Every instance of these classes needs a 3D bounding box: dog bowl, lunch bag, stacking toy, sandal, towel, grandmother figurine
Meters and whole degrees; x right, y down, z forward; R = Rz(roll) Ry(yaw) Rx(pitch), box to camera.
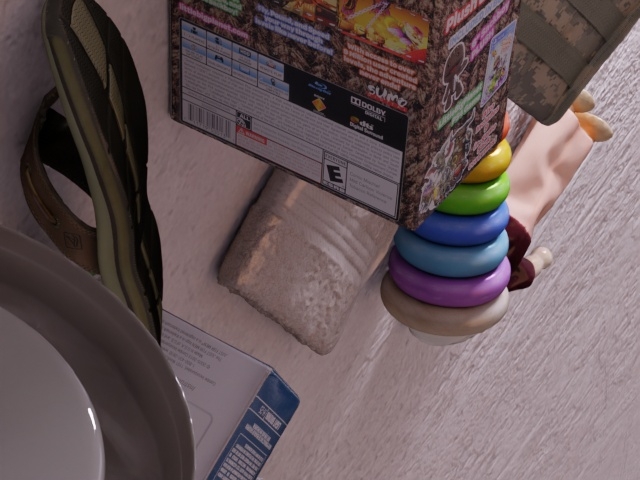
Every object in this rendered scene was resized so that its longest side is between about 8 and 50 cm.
[{"bbox_3d":[-0.250,0.130,1.024,0.349,0.349,0.102,-39,158,-45],"label":"dog bowl"},{"bbox_3d":[0.202,-0.279,1.629,0.287,0.169,0.235,-52,145,6],"label":"lunch bag"},{"bbox_3d":[0.145,-0.071,1.917,0.141,0.141,0.330,-34,137,-49],"label":"stacking toy"},{"bbox_3d":[-0.168,-0.031,1.304,0.120,0.086,0.302,-84,170,-57],"label":"sandal"},{"bbox_3d":[0.000,0.000,1.761,0.187,0.049,0.282,-62,157,-6],"label":"towel"},{"bbox_3d":[0.214,-0.018,2.146,0.342,0.104,0.208,-54,128,-14],"label":"grandmother figurine"}]

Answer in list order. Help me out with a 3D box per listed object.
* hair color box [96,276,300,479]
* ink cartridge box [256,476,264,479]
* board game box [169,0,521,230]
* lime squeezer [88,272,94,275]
[{"bbox_3d":[-0.182,0.223,1.448,0.347,0.174,0.105,-59,158,-11],"label":"hair color box"},{"bbox_3d":[-0.148,0.277,1.599,0.212,0.154,0.093,-61,156,-5],"label":"ink cartridge box"},{"bbox_3d":[0.019,-0.193,1.367,0.141,0.232,0.291,-45,151,-39],"label":"board game box"},{"bbox_3d":[-0.239,0.071,1.346,0.310,0.059,0.110,-49,-177,-34],"label":"lime squeezer"}]
